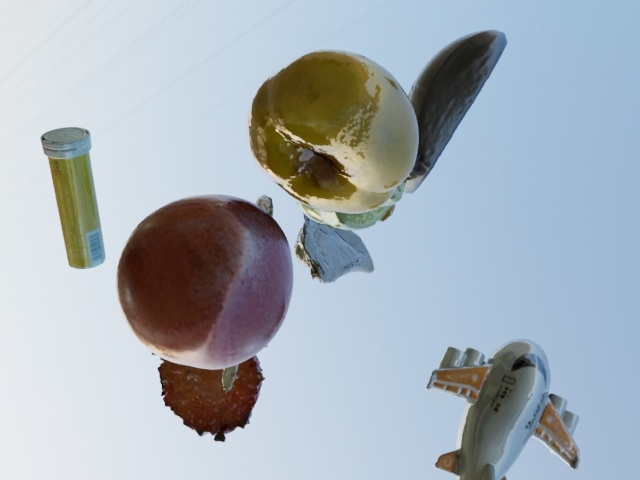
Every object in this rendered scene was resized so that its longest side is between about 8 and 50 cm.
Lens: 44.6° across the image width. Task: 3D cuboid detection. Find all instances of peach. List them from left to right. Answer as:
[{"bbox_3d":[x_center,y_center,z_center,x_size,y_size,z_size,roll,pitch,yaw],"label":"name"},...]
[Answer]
[{"bbox_3d":[0.013,-0.103,0.767,0.179,0.179,0.103,-18,-145,44],"label":"peach"}]

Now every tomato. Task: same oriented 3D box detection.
[{"bbox_3d":[-0.101,0.035,0.732,0.167,0.167,0.167,-31,-135,36],"label":"tomato"}]

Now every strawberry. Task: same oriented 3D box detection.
[{"bbox_3d":[-0.187,0.270,1.539,0.234,0.178,0.233,-2,-95,19],"label":"strawberry"}]

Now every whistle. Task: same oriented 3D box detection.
[{"bbox_3d":[0.037,-0.074,1.022,0.106,0.131,0.288,-27,-169,-18],"label":"whistle"}]

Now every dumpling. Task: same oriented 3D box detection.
[{"bbox_3d":[-0.001,0.005,1.361,0.086,0.332,0.166,-33,-100,13],"label":"dumpling"}]

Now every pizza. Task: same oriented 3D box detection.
[{"bbox_3d":[-0.097,0.066,0.978,0.181,0.034,0.262,-97,-160,-76],"label":"pizza"}]

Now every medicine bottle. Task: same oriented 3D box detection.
[{"bbox_3d":[-0.381,-0.063,1.216,0.074,0.074,0.218,-134,-142,-54],"label":"medicine bottle"}]

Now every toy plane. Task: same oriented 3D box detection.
[{"bbox_3d":[0.254,0.248,1.088,0.117,0.245,0.244,131,-22,-73],"label":"toy plane"}]

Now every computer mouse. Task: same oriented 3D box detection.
[{"bbox_3d":[0.166,-0.196,1.116,0.269,0.086,0.137,-59,180,-5],"label":"computer mouse"}]
